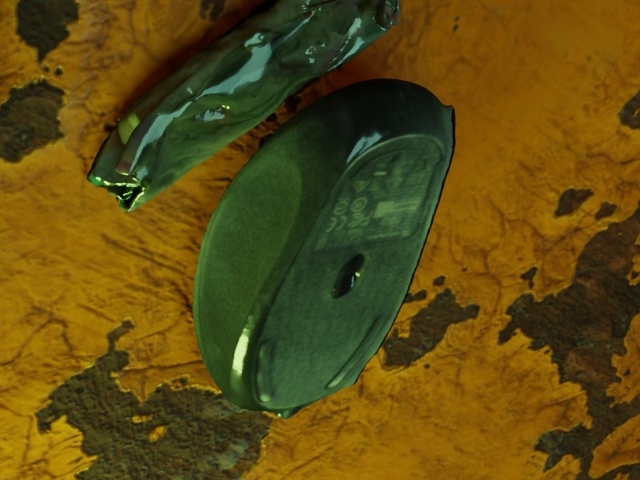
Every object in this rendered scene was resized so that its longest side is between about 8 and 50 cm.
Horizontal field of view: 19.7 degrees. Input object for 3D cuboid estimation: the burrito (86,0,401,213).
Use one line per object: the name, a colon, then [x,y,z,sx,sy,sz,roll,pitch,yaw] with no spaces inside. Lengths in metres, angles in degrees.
burrito: [-0.064,-0.136,1.526,0.309,0.066,0.096,-38,140,-3]

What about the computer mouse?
computer mouse: [0.000,-0.002,1.648,0.203,0.114,0.374,-7,134,-36]
